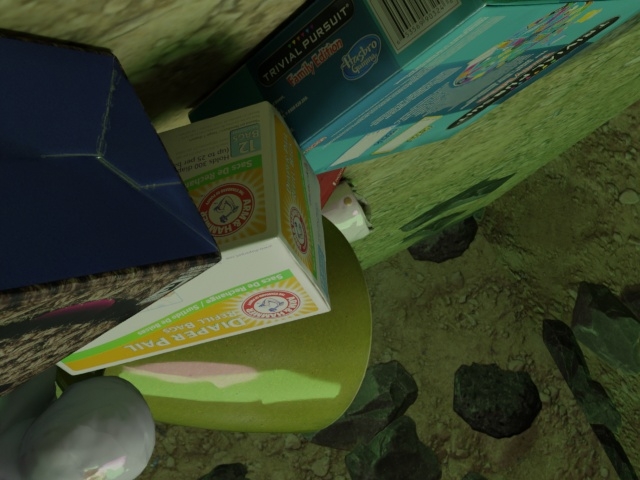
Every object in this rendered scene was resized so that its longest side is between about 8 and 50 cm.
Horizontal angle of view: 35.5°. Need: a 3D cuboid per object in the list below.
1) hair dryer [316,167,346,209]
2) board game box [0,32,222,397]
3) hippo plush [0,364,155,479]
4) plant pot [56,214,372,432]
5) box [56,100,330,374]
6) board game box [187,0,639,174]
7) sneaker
[{"bbox_3d":[-0.065,-0.033,0.948,0.293,0.080,0.224,-36,163,-36],"label":"hair dryer"},{"bbox_3d":[-0.242,0.027,0.521,0.291,0.141,0.232,-31,173,21],"label":"board game box"},{"bbox_3d":[-0.276,0.142,0.836,0.294,0.237,0.234,-31,173,19],"label":"hippo plush"},{"bbox_3d":[-0.143,0.095,1.114,0.293,0.275,0.275,0,155,-42],"label":"plant pot"},{"bbox_3d":[-0.105,0.003,0.682,0.203,0.114,0.103,-15,146,13],"label":"box"},{"bbox_3d":[0.095,-0.153,0.802,0.253,0.079,0.336,-33,172,38],"label":"board game box"},{"bbox_3d":[0.000,0.000,1.457,0.169,0.108,0.292,-24,172,-6],"label":"sneaker"}]
